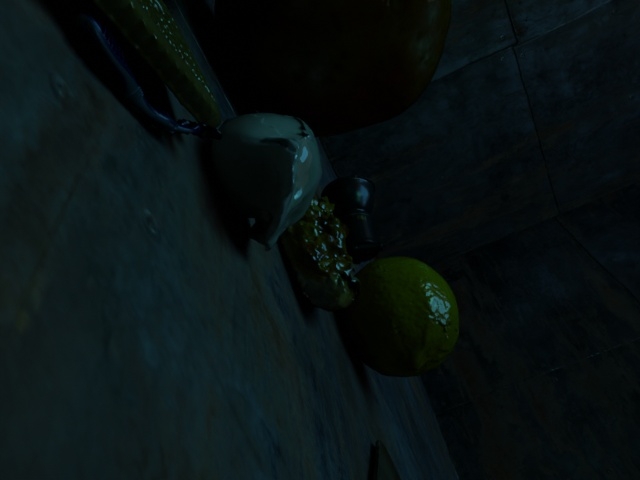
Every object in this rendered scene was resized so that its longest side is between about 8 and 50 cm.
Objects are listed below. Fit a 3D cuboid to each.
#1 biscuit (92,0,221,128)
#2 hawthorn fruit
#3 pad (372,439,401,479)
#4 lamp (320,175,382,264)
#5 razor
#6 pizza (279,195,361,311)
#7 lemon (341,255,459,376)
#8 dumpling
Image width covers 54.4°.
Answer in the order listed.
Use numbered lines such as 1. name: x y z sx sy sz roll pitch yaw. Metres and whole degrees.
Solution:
1. biscuit: -0.153 -0.199 0.462 0.172 0.029 0.254 61 4 21
2. hawthorn fruit: 0.013 -0.379 0.971 0.403 0.403 0.402 -23 90 -84
3. pad: 0.120 0.398 0.719 0.284 0.018 0.286 -4 71 -83
4. lamp: 0.088 -0.030 1.603 0.172 0.147 0.227 100 -17 -57
5. razor: -0.125 -0.105 0.447 0.028 0.044 0.154 -67 156 -11
6. pizza: 0.000 0.000 0.870 0.305 0.086 0.161 -104 168 -62
7. lemon: 0.132 0.125 1.042 0.231 0.192 0.192 -105 170 -56
8. dumpling: -0.052 -0.062 0.623 0.188 0.108 0.127 -134 -142 -56
